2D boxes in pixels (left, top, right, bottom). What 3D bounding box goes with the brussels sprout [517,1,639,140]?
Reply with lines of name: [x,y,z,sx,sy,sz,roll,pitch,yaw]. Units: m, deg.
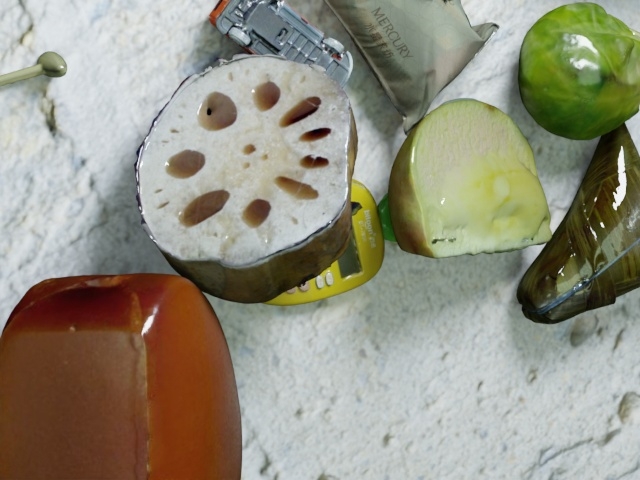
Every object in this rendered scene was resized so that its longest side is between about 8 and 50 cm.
brussels sprout: [0.329,-0.206,1.906,0.181,0.144,0.161,9,66,-13]

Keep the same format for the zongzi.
zongzi: [0.334,-0.028,1.973,0.221,0.112,0.242,-25,104,-14]

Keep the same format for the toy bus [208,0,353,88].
toy bus: [-0.047,-0.231,1.772,0.174,0.077,0.079,36,85,-27]

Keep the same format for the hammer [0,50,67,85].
hammer: [-0.370,-0.164,1.672,0.195,0.060,0.028,-19,111,-13]

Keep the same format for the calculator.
calculator: [0.000,0.000,1.879,0.235,0.032,0.146,-18,110,-16]

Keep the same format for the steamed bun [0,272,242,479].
steamed bun: [-0.214,0.226,1.707,0.235,0.248,0.379,-1,88,21]

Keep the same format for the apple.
apple: [0.166,-0.075,1.875,0.265,0.120,0.193,-8,92,-47]

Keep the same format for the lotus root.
lotus root: [-0.062,-0.055,1.734,0.272,0.272,0.192,-43,147,-7]

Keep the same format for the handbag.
handbag: [0.098,-0.280,1.804,0.182,0.117,0.270,-45,118,-16]
